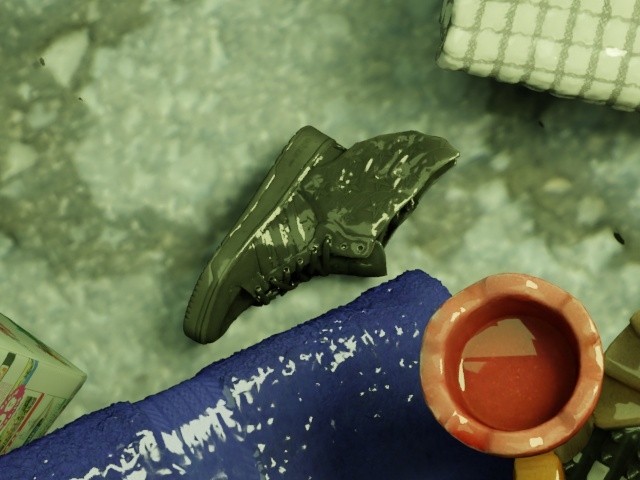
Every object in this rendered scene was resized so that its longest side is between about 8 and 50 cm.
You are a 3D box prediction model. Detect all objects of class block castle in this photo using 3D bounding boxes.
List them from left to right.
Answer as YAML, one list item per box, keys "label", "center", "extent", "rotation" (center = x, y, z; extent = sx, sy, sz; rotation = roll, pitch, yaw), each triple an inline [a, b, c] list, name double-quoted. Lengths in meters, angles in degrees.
- label: "block castle"
  center: [0.280, 0.144, 0.782]
  extent: [0.453, 0.213, 0.303]
  rotation: [-6, 73, 12]

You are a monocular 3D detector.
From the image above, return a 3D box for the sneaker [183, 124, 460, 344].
- label: "sneaker"
  center: [0.000, 0.001, 1.009]
  extent: [0.089, 0.051, 0.170]
  rotation: [30, 81, 10]

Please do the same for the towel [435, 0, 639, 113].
- label: "towel"
  center: [0.196, -0.210, 0.972]
  extent: [0.235, 0.121, 0.283]
  rotation: [9, 103, -5]

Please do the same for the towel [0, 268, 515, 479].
- label: "towel"
  center: [-0.027, 0.169, 0.921]
  extent: [0.308, 0.076, 0.227]
  rotation: [-24, 94, -28]

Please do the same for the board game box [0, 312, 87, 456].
- label: "board game box"
  center: [-0.238, 0.122, 0.871]
  extent: [0.097, 0.303, 0.224]
  rotation: [34, 84, 8]

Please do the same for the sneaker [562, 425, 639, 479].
- label: "sneaker"
  center: [0.220, 0.149, 0.972]
  extent: [0.234, 0.106, 0.078]
  rotation: [35, 121, 21]
